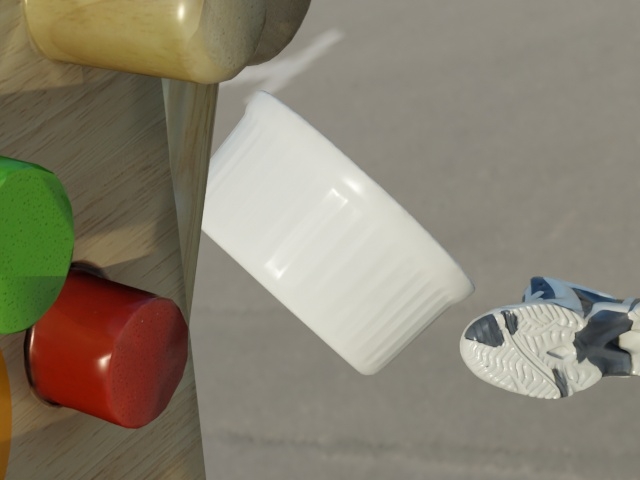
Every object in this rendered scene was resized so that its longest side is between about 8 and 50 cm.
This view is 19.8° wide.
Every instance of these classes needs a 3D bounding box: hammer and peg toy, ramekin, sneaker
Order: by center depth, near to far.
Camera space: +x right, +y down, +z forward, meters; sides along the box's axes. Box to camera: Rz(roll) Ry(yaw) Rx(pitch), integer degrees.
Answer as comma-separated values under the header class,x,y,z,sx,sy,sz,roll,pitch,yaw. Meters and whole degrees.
class,x,y,z,sx,sy,sz,roll,pitch,yaw
hammer and peg toy,-0.082,0.038,0.484,0.127,0.265,0.361,12,30,28
ramekin,0.000,0.000,1.718,0.135,0.277,0.277,-48,23,-1
sneaker,0.208,0.089,1.759,0.235,0.094,0.153,-10,9,-28
